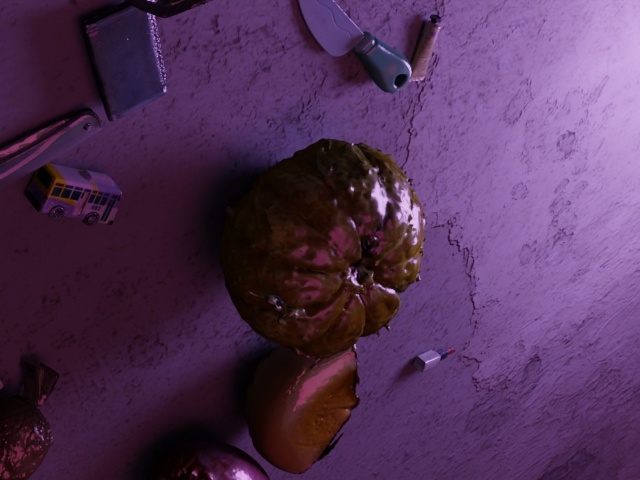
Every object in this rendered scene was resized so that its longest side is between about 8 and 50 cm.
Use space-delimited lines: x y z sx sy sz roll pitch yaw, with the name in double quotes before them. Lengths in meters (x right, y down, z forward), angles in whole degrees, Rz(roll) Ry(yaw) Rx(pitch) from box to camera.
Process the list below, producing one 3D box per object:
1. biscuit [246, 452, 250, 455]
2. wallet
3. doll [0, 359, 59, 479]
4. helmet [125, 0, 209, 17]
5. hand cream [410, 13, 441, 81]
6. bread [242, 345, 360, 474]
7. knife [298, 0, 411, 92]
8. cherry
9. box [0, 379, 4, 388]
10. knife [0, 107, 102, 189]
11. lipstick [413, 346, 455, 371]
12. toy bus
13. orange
"biscuit" -0.180 0.465 1.763 0.212 0.041 0.239 21 107 -48
"wallet" -0.219 -0.206 1.166 0.088 0.026 0.129 -32 138 -26
"doll" -0.404 0.260 1.328 0.221 0.115 0.105 -50 132 -9
"helmet" -0.125 -0.364 1.029 0.253 0.154 0.198 -34 163 10
"hand cream" 0.148 -0.272 1.471 0.035 0.022 0.102 -14 136 -36
"bread" -0.041 0.230 1.620 0.156 0.158 0.261 28 101 -41
"knife" 0.035 -0.267 1.363 0.063 0.034 0.260 -48 136 10
"cherry" -0.164 0.409 1.615 0.249 0.175 0.192 26 96 -47
"box" -0.491 0.142 1.168 0.155 0.067 0.243 -39 141 -9
"knife" -0.321 -0.102 1.160 0.162 0.023 0.044 -34 135 -17
"lipstick" 0.220 0.218 1.949 0.107 0.025 0.025 -15 133 -43
"toy bus" -0.285 -0.055 1.212 0.102 0.052 0.058 11 115 -46
"orange" 0.000 0.000 1.400 0.300 0.223 0.301 32 92 -47
